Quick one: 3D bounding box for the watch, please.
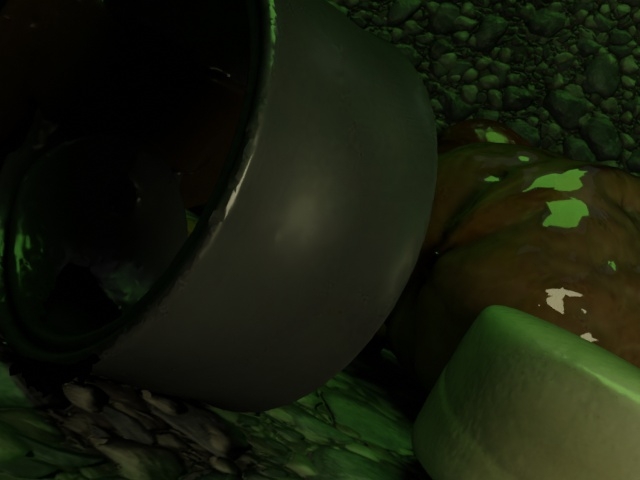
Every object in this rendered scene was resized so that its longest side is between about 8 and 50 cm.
[{"bbox_3d":[-0.099,-0.032,0.654,0.314,0.335,0.327,26,23,-40],"label":"watch"}]

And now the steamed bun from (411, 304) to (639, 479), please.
[{"bbox_3d":[0.176,0.147,0.667,0.242,0.146,0.164,32,7,37],"label":"steamed bun"}]

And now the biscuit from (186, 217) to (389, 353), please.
[{"bbox_3d":[-0.044,0.040,1.156,0.340,0.047,0.216,28,7,26],"label":"biscuit"}]

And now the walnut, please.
[{"bbox_3d":[0.217,0.052,0.974,0.344,0.306,0.306,8,15,-35],"label":"walnut"}]

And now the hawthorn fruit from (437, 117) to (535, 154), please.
[{"bbox_3d":[0.254,-0.068,1.543,0.262,0.258,0.258,18,5,18],"label":"hawthorn fruit"}]

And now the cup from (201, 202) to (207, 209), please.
[{"bbox_3d":[-0.033,-0.098,1.521,0.312,0.205,0.205,18,8,-9],"label":"cup"}]
